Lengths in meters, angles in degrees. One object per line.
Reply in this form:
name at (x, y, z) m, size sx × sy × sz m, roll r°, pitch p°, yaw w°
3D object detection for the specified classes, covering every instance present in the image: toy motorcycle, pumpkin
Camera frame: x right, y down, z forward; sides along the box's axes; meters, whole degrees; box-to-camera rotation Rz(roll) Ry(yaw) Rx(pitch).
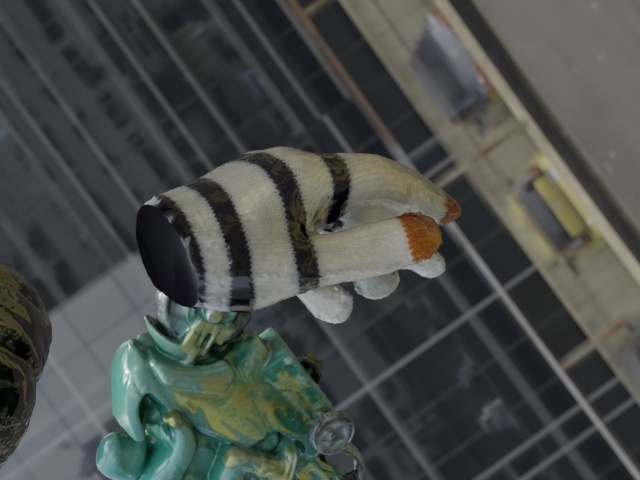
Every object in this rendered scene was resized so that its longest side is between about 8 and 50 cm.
toy motorcycle at (-0.080, 0.157, 1.369) m, size 0.296 × 0.198 × 0.109 m, roll 54°, pitch 179°, yaw -31°
pumpkin at (-0.330, 0.114, 1.459) m, size 0.162 × 0.220 × 0.220 m, roll 24°, pitch -171°, yaw -17°

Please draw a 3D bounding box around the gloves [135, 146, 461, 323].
gloves at (-0.007, -0.012, 1.159) m, size 0.131 × 0.219 × 0.140 m, roll 65°, pitch 156°, yaw 10°
